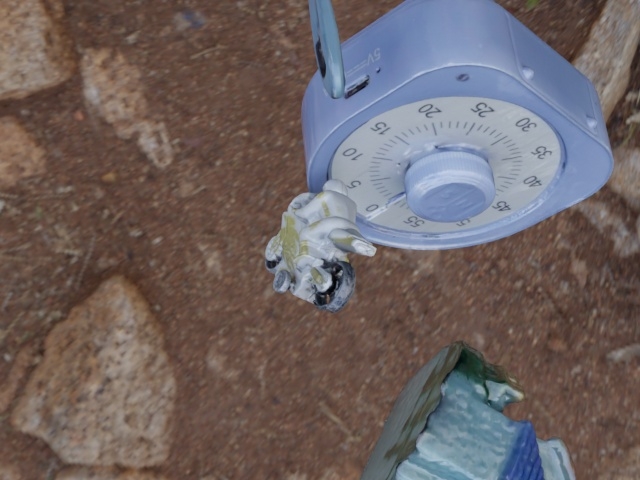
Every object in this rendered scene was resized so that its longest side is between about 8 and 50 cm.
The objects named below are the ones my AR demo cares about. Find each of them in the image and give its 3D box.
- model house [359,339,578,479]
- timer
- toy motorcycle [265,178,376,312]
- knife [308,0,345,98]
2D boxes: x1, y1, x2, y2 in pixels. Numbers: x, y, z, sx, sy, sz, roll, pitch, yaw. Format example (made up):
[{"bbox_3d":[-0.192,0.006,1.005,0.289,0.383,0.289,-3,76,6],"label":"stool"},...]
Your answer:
[{"bbox_3d":[0.241,0.325,1.501,0.329,0.252,0.295,35,146,0],"label":"model house"},{"bbox_3d":[0.147,-0.113,1.446,0.395,0.395,0.173,-21,55,23],"label":"timer"},{"bbox_3d":[0.000,0.000,1.365,0.074,0.228,0.151,26,92,-26],"label":"toy motorcycle"},{"bbox_3d":[-0.011,-0.237,0.844,0.019,0.044,0.313,-7,61,-4],"label":"knife"}]
